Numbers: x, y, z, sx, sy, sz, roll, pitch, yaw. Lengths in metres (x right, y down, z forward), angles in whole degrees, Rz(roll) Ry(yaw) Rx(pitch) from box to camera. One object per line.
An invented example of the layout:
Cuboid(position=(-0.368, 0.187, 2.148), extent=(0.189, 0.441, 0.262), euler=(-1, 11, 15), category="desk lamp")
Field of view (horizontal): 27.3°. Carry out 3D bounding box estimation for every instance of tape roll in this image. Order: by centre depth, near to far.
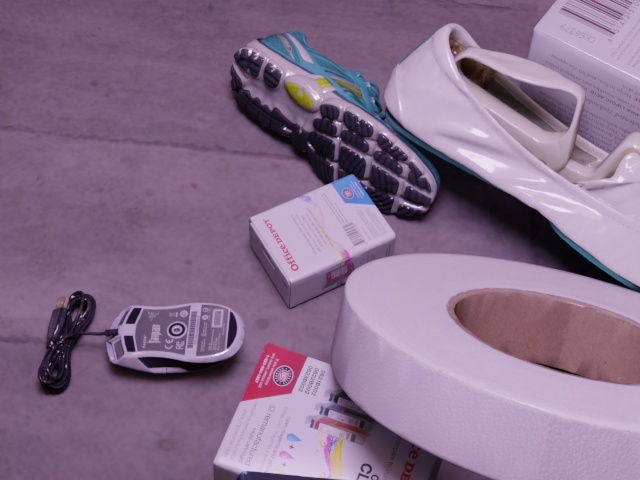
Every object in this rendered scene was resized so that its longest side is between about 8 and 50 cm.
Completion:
Cuboid(position=(0.203, 0.108, 1.116), extent=(0.392, 0.072, 0.392), euler=(11, 15, -3), category="tape roll")

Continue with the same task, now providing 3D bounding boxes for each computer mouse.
Cuboid(position=(-0.167, 0.098, 1.257), extent=(0.193, 0.042, 0.106), euler=(1, 52, 5), category="computer mouse")

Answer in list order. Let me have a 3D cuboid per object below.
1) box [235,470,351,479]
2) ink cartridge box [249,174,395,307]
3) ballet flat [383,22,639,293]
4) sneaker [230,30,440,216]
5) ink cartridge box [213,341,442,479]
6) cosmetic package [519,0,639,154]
Cuboid(position=(0.094, 0.344, 0.887), extent=(0.343, 0.179, 0.312), euler=(8, 44, -16), category="box")
Cuboid(position=(0.000, 0.000, 1.322), extent=(0.122, 0.052, 0.088), euler=(-23, 60, -18), category="ink cartridge box")
Cuboid(position=(0.247, -0.077, 1.291), extent=(0.400, 0.139, 0.139), euler=(34, 61, 6), category="ballet flat")
Cuboid(position=(0.029, -0.136, 1.390), extent=(0.275, 0.107, 0.110), euler=(43, 51, 20), category="sneaker")
Cuboid(position=(0.011, 0.195, 1.148), extent=(0.176, 0.127, 0.128), euler=(19, 57, 8), category="ink cartridge box")
Cuboid(position=(0.305, -0.169, 1.371), extent=(0.151, 0.183, 0.151), euler=(30, 60, 17), category="cosmetic package")
